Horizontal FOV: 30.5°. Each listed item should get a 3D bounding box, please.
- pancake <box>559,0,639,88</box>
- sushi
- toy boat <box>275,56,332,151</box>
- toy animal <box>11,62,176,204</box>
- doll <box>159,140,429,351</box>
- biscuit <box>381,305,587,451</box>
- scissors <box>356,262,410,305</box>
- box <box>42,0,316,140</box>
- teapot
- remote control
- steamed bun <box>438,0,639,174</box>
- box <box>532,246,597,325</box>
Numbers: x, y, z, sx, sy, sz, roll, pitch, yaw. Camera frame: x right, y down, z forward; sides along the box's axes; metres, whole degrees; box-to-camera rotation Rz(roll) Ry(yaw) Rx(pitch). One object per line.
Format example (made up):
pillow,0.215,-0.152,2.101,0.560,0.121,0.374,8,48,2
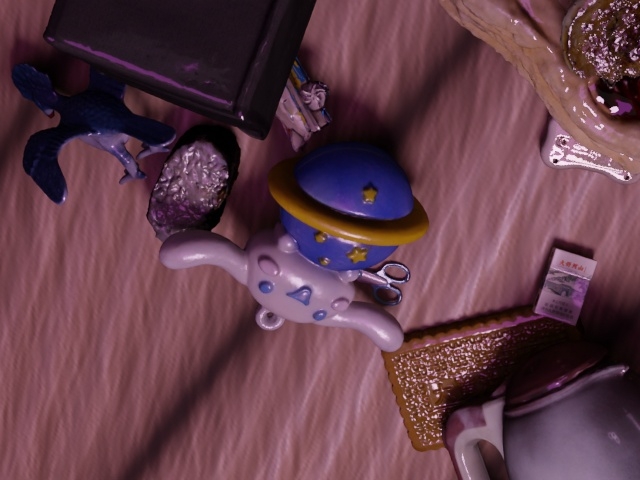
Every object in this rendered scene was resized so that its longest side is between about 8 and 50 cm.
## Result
pancake,0.299,-0.203,1.146,0.129,0.022,0.116,-7,122,18
sushi,-0.151,-0.065,1.406,0.090,0.078,0.150,23,115,4
toy boat,-0.053,-0.204,1.340,0.066,0.084,0.210,-31,93,-15
toy animal,-0.260,-0.138,1.340,0.176,0.239,0.255,43,156,-26
doll,-0.026,-0.016,1.371,0.311,0.159,0.242,9,133,-13
biscuit,0.218,0.177,1.491,0.254,0.029,0.172,-15,110,12
scissors,0.051,0.042,1.462,0.119,0.014,0.058,19,109,-5
box,-0.098,-0.300,1.155,0.204,0.251,0.345,20,92,1
teapot,0.303,0.284,1.406,0.315,0.233,0.312,-29,87,38
remote control,0.318,-0.109,1.355,0.122,0.032,0.074,14,112,1
steamed bun,0.271,-0.277,1.209,0.247,0.189,0.428,-43,98,5
box,0.295,0.055,1.419,0.054,0.024,0.083,18,94,1
